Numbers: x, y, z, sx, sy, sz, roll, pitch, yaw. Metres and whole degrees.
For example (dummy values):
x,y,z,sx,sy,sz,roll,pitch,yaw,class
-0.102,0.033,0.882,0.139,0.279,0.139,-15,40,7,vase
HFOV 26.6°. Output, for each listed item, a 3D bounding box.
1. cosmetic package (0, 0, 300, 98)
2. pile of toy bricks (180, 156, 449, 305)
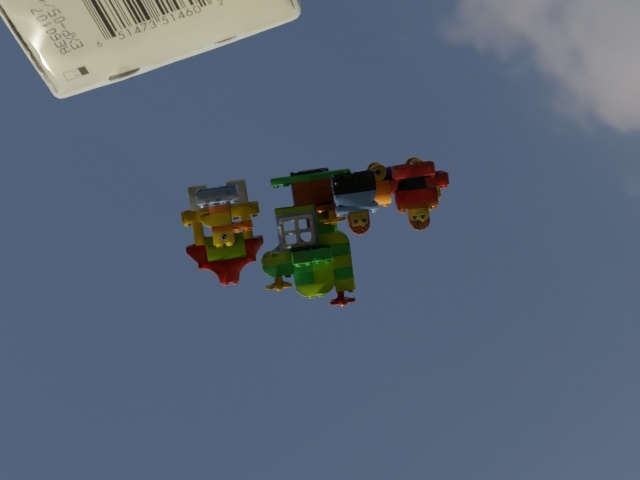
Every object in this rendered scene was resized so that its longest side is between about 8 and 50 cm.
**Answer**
x,y,z,sx,sy,sz,roll,pitch,yaw,class
-0.115,-0.246,0.839,0.160,0.113,0.309,-18,-132,8,cosmetic package
0.000,0.000,1.047,0.212,0.118,0.105,-8,-83,-1,pile of toy bricks
